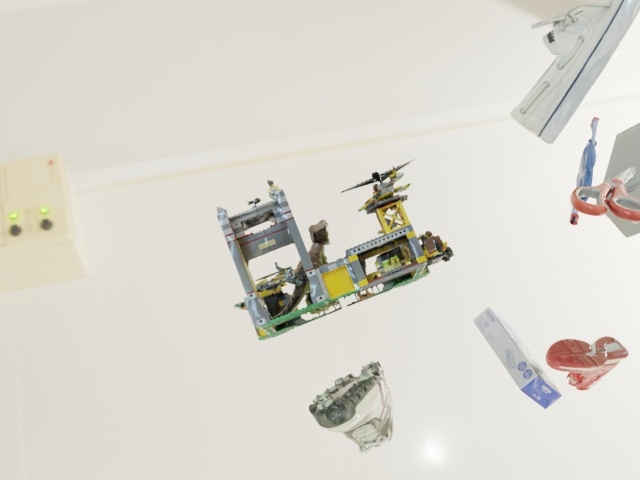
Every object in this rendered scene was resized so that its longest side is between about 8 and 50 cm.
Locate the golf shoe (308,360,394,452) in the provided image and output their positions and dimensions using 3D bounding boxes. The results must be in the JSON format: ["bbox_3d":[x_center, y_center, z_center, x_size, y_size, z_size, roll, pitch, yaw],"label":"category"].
[{"bbox_3d":[0.066,0.251,1.106,0.120,0.105,0.273,66,12,8],"label":"golf shoe"}]

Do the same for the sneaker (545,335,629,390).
[{"bbox_3d":[0.540,0.275,1.590,0.087,0.221,0.128,60,-42,44],"label":"sneaker"}]

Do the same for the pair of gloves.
[{"bbox_3d":[0.460,-0.118,1.310,0.198,0.023,0.159,54,49,-71],"label":"pair of gloves"}]

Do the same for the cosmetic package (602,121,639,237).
[{"bbox_3d":[0.618,-0.129,1.426,0.127,0.107,0.238,-31,-157,45],"label":"cosmetic package"}]

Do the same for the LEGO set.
[{"bbox_3d":[0.000,0.000,1.085,0.255,0.332,0.192,37,31,-77],"label":"LEGO set"}]

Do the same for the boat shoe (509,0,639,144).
[{"bbox_3d":[0.460,-0.367,1.393,0.136,0.157,0.367,-42,162,-55],"label":"boat shoe"}]

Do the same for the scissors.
[{"bbox_3d":[0.437,-0.085,1.152,0.297,0.109,0.021,-49,146,-62],"label":"scissors"}]

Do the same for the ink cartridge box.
[{"bbox_3d":[0.384,0.227,1.487,0.097,0.046,0.207,37,15,-34],"label":"ink cartridge box"}]
